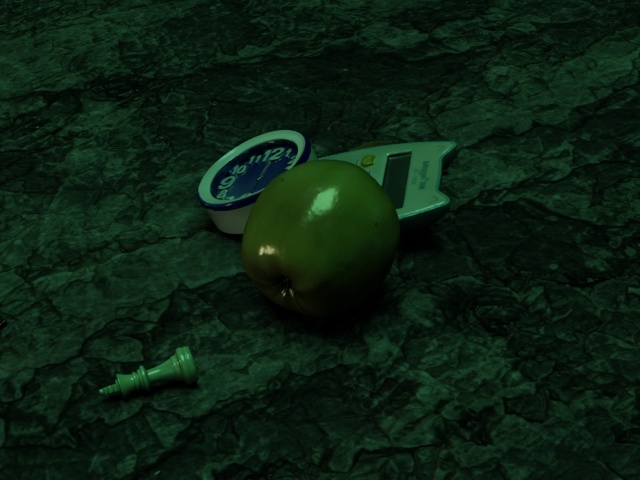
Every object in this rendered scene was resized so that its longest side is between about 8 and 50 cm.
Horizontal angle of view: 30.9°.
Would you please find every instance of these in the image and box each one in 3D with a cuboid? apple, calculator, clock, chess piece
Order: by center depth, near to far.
[{"bbox_3d":[-0.263,0.207,1.756,0.149,0.059,0.059,-16,34,-9],"label":"chess piece"},{"bbox_3d":[0.000,0.000,1.882,0.263,0.262,0.262,-3,33,2],"label":"apple"},{"bbox_3d":[0.056,-0.085,2.124,0.387,0.054,0.256,-6,37,15],"label":"calculator"},{"bbox_3d":[-0.111,-0.109,2.142,0.231,0.083,0.230,-23,28,13],"label":"clock"}]

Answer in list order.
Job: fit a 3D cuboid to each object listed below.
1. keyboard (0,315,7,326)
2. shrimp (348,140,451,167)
[{"bbox_3d":[-0.615,0.118,1.963,0.196,0.018,0.060,19,42,33],"label":"keyboard"},{"bbox_3d":[0.141,-0.151,2.272,0.219,0.046,0.152,7,33,24],"label":"shrimp"}]
